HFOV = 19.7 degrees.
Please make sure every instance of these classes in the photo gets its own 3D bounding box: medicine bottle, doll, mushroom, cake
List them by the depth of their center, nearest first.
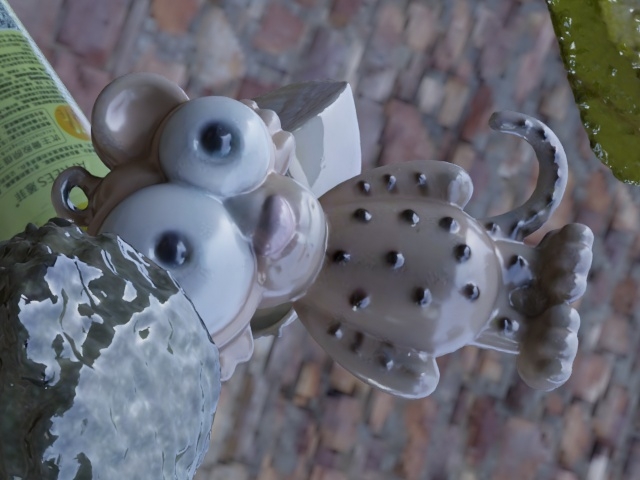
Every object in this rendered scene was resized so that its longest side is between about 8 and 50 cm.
[{"bbox_3d":[-0.068,0.142,0.492,0.203,0.091,0.286,-74,161,-80],"label":"doll"},{"bbox_3d":[0.000,0.002,0.933,0.119,0.278,0.154,127,-34,-76],"label":"doll"},{"bbox_3d":[-0.206,-0.053,1.228,0.239,0.124,0.124,54,-46,18],"label":"medicine bottle"},{"bbox_3d":[0.275,-0.175,1.366,0.179,0.260,0.156,-4,-147,30],"label":"cake"},{"bbox_3d":[-0.041,-0.025,1.489,0.236,0.162,0.173,-8,-161,43],"label":"mushroom"}]
